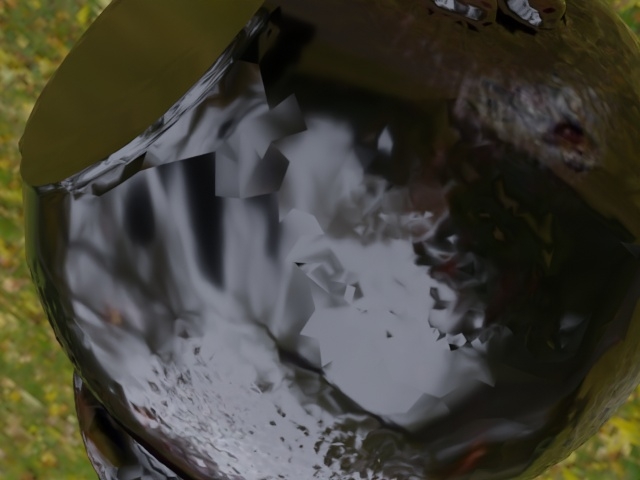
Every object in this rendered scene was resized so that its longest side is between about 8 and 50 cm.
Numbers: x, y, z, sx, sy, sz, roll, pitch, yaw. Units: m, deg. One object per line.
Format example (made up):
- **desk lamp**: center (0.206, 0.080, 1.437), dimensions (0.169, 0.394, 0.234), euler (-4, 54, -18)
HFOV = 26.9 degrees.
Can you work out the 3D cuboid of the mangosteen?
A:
- **mangosteen**: center (-0.002, -0.003, 0.534), dimensions (0.233, 0.287, 0.288), euler (37, 148, -31)
